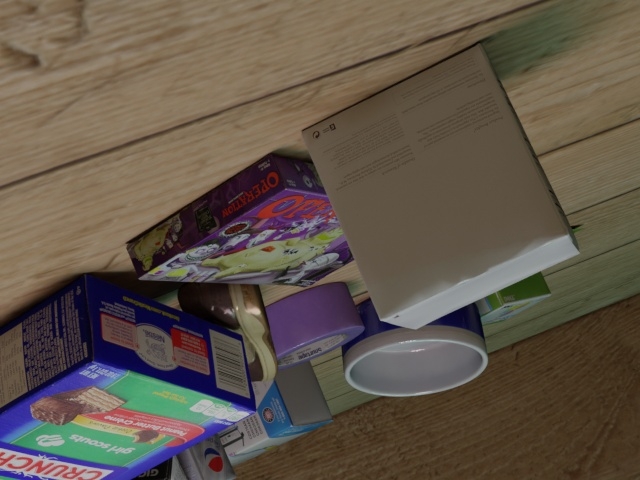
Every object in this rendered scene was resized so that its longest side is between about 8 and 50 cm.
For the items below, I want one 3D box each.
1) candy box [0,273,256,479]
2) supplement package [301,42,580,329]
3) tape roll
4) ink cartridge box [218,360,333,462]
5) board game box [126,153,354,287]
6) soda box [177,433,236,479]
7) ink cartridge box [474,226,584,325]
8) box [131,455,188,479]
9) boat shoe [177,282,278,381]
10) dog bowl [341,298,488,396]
[{"bbox_3d":[-0.287,0.192,1.420,0.317,0.122,0.268,-30,144,29],"label":"candy box"},{"bbox_3d":[0.122,-0.045,1.154,0.194,0.203,0.149,-25,166,12],"label":"supplement package"},{"bbox_3d":[-0.029,0.142,1.892,0.189,0.080,0.189,-21,167,-5],"label":"tape roll"},{"bbox_3d":[-0.136,0.298,2.121,0.233,0.171,0.168,-29,165,22],"label":"ink cartridge box"},{"bbox_3d":[-0.033,-0.013,1.339,0.208,0.056,0.347,-35,160,25],"label":"board game box"},{"bbox_3d":[-0.286,0.422,1.984,0.286,0.091,0.098,-32,165,25],"label":"soda box"},{"bbox_3d":[0.382,0.075,2.259,0.255,0.097,0.189,-32,163,38],"label":"ink cartridge box"},{"bbox_3d":[-0.340,0.453,1.879,0.296,0.073,0.293,-7,132,7],"label":"box"},{"bbox_3d":[-0.132,0.121,1.585,0.123,0.123,0.342,-14,162,-4],"label":"boat shoe"},{"bbox_3d":[0.170,0.192,2.160,0.265,0.104,0.265,-4,151,-2],"label":"dog bowl"}]
